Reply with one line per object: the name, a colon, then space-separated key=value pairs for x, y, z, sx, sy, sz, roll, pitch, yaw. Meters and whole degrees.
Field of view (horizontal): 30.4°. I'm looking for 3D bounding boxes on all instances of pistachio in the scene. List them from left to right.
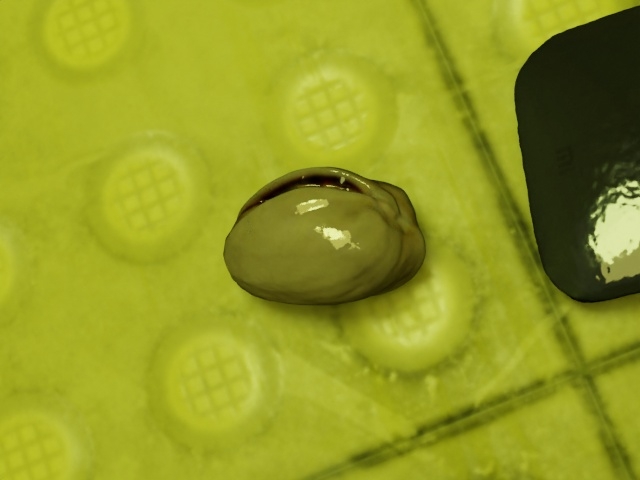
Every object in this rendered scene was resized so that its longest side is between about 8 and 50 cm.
pistachio: x=0.000 y=0.000 z=0.861 sx=0.149 sy=0.113 sz=0.113 roll=-9 pitch=77 yaw=25

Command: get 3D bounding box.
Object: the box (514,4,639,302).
box: x=0.243 y=-0.071 z=0.843 sx=0.201 sy=0.042 sz=0.213 roll=-15 pitch=71 yaw=16
